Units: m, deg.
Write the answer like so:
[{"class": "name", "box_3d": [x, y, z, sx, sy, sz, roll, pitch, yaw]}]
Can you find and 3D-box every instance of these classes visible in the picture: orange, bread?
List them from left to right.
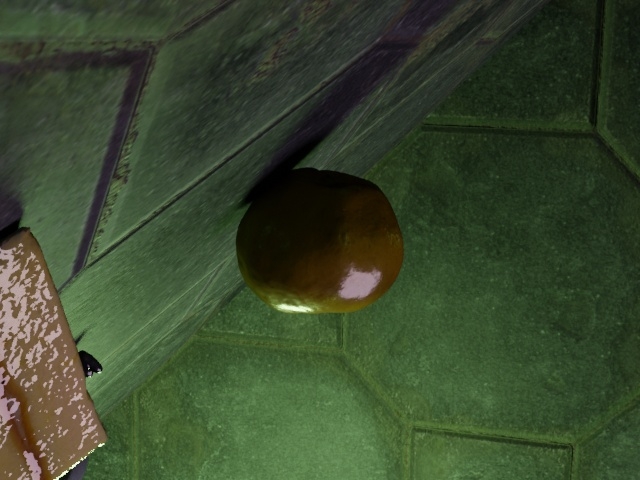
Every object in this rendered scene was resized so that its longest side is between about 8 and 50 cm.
[{"class": "bread", "box_3d": [-0.270, 0.130, 0.877, 0.168, 0.163, 0.264, -39, 176, -29]}, {"class": "orange", "box_3d": [0.000, 0.000, 1.710, 0.279, 0.235, 0.279, -1, -169, 0]}]

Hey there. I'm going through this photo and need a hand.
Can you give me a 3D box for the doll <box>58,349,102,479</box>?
[{"class": "doll", "box_3d": [-0.404, 0.286, 1.538, 0.258, 0.153, 0.195, -46, -168, -10]}]
